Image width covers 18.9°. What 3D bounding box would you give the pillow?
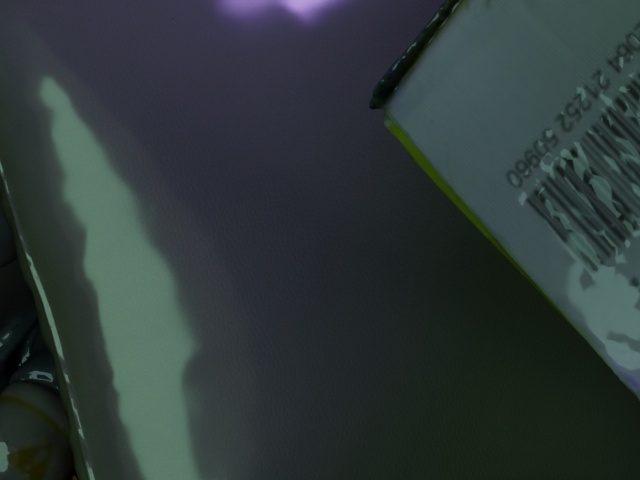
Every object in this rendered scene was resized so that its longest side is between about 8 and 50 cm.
[{"bbox_3d":[0.000,0.000,0.793,0.120,0.255,0.322,148,103,-80],"label":"pillow"}]

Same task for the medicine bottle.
[{"bbox_3d":[0.153,-0.058,0.638,0.141,0.250,0.137,49,122,16],"label":"medicine bottle"}]

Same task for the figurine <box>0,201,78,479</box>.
[{"bbox_3d":[-0.165,0.044,0.935,0.261,0.186,0.382,-39,81,45],"label":"figurine"}]
